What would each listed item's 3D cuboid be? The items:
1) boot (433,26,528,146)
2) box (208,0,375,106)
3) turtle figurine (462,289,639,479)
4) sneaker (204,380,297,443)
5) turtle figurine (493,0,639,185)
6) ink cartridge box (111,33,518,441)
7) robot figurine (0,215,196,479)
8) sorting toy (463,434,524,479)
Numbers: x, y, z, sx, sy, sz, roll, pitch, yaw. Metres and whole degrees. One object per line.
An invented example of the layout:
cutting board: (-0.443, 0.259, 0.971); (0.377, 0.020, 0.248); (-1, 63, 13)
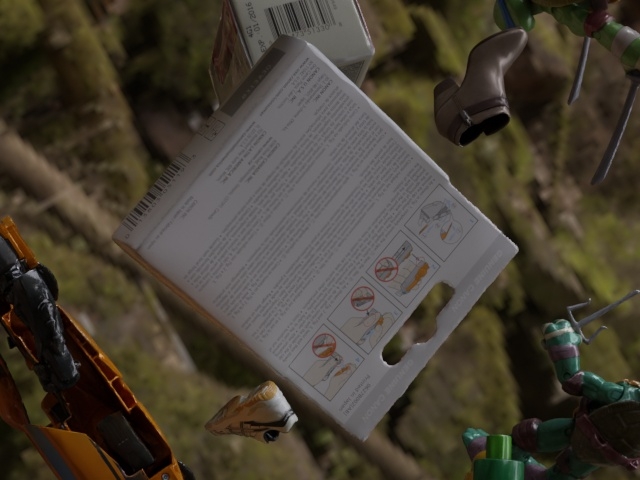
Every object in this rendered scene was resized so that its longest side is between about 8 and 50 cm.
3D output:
boot: (0.156, -0.138, 1.730); (0.042, 0.118, 0.087); (42, 15, -39)
box: (-0.039, -0.213, 2.229); (0.232, 0.148, 0.127); (116, -44, -70)
turtle figurine: (0.246, 0.144, 1.611); (0.175, 0.234, 0.118); (42, 30, -19)
sneaker: (-0.046, 0.121, 1.232); (0.037, 0.032, 0.083); (49, -33, -9)
turtle figurine: (0.340, -0.249, 2.027); (0.275, 0.266, 0.198); (60, 14, -2)
ink cartridge box: (0.000, 0.000, 1.263); (0.224, 0.181, 0.056); (42, -5, -28)
robot figurine: (-0.170, 0.105, 1.223); (0.291, 0.085, 0.211); (55, -12, -1)
sorting toy: (0.107, 0.180, 1.168); (0.365, 0.127, 0.126); (73, 20, -77)
